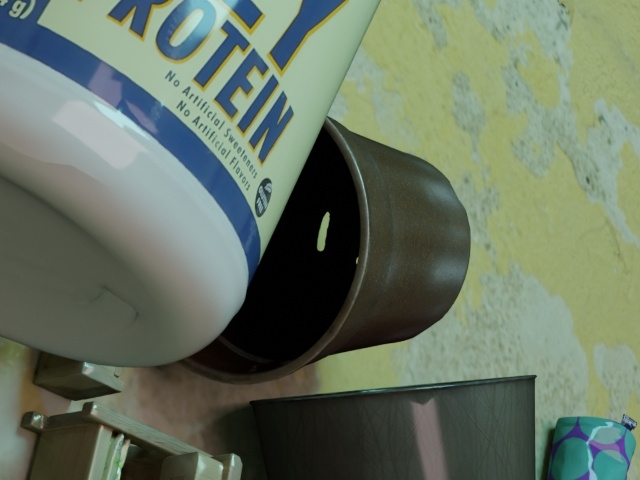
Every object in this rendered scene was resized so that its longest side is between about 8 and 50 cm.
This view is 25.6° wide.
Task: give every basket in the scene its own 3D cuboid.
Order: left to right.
[{"bbox_3d":[0.055,0.201,0.847,0.204,0.154,0.227,2,80,-48],"label":"basket"}]

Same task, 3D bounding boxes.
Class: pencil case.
[{"bbox_3d":[0.205,0.209,1.082,0.070,0.064,0.152,25,57,-14],"label":"pencil case"}]

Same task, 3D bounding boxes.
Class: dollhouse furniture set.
[{"bbox_3d":[-0.067,0.114,0.714,0.101,0.161,0.182,33,56,-40],"label":"dollhouse furniture set"}]

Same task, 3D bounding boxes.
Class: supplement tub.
[{"bbox_3d":[-0.092,-0.130,0.671,0.235,0.235,0.325,42,59,-34],"label":"supplement tub"}]

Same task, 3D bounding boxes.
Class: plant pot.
[{"bbox_3d":[0.000,0.000,0.839,0.165,0.167,0.167,5,75,-56],"label":"plant pot"}]
